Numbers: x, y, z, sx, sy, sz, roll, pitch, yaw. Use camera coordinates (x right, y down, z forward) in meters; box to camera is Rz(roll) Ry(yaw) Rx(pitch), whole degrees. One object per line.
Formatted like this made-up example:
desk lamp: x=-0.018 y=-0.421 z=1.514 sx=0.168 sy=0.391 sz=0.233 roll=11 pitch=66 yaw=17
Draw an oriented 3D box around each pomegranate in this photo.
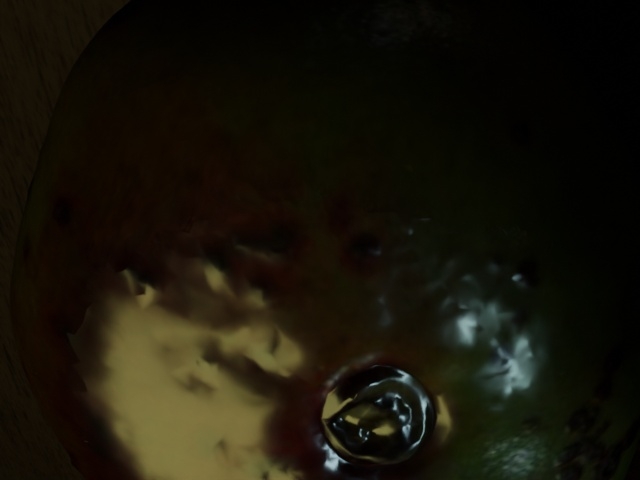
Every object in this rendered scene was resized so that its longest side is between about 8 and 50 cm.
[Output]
pomegranate: x=0.021 y=0.011 z=0.841 sx=0.291 sy=0.291 sz=0.323 roll=42 pitch=-162 yaw=3

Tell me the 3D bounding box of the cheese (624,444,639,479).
cheese: x=0.204 y=0.202 z=0.985 sx=0.329 sy=0.217 sz=0.129 roll=26 pitch=119 yaw=6
